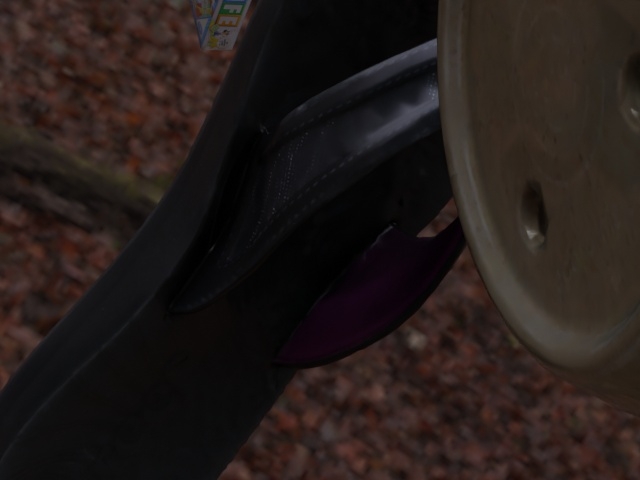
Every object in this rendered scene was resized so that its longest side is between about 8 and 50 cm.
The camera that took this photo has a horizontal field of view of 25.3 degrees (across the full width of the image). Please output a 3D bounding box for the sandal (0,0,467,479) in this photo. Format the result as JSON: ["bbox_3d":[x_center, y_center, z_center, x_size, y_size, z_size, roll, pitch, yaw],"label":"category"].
[{"bbox_3d":[0.001,0.002,0.698,0.167,0.446,0.107,26,14,-43],"label":"sandal"}]

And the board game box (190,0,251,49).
[{"bbox_3d":[-0.081,-0.237,1.083,0.026,0.103,0.154,-2,59,-21],"label":"board game box"}]

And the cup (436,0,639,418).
[{"bbox_3d":[0.174,-0.055,0.430,0.237,0.331,0.331,-5,23,-16],"label":"cup"}]
